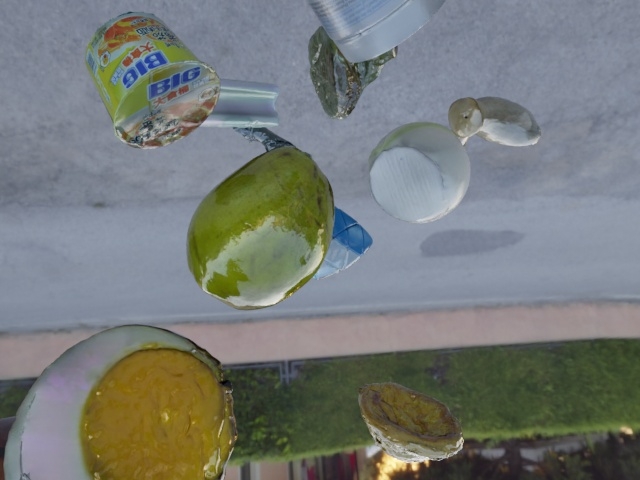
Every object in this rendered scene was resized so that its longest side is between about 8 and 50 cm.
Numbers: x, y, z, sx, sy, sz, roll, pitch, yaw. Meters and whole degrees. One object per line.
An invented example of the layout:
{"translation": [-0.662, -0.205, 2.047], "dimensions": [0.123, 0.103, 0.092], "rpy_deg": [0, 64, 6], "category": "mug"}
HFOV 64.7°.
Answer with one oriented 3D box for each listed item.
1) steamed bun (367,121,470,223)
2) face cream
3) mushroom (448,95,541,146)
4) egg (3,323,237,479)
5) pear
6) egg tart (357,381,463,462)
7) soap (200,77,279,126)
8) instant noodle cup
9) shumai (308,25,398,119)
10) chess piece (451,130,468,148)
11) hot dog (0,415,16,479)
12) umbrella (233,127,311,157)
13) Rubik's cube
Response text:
{"translation": [0.301, -0.211, 1.493], "dimensions": [0.308, 0.310, 0.309], "rpy_deg": [-5, 159, -2], "category": "steamed bun"}
{"translation": [0.066, -0.363, 0.696], "dimensions": [0.177, 0.177, 0.153], "rpy_deg": [-20, 126, 32], "category": "face cream"}
{"translation": [0.373, -0.258, 1.089], "dimensions": [0.246, 0.108, 0.096], "rpy_deg": [2, 169, -36], "category": "mushroom"}
{"translation": [-0.260, 0.261, 0.671], "dimensions": [0.264, 0.287, 0.174], "rpy_deg": [34, 137, -16], "category": "egg"}
{"translation": [-0.104, -0.020, 0.934], "dimensions": [0.252, 0.307, 0.253], "rpy_deg": [39, 170, 8], "category": "pear"}
{"translation": [0.258, 0.553, 1.513], "dimensions": [0.340, 0.129, 0.341], "rpy_deg": [14, -163, -4], "category": "egg tart"}
{"translation": [-0.285, -0.330, 1.223], "dimensions": [0.208, 0.115, 0.346], "rpy_deg": [8, -165, 35], "category": "soap"}
{"translation": [-0.298, -0.277, 0.869], "dimensions": [0.205, 0.153, 0.205], "rpy_deg": [-36, 167, -10], "category": "instant noodle cup"}
{"translation": [0.090, -0.456, 1.338], "dimensions": [0.203, 0.222, 0.272], "rpy_deg": [-19, 172, -17], "category": "shumai"}
{"translation": [0.392, -0.287, 1.667], "dimensions": [0.138, 0.124, 0.307], "rpy_deg": [19, 141, -23], "category": "chess piece"}
{"translation": [-0.407, 0.423, 0.869], "dimensions": [0.365, 0.196, 0.367], "rpy_deg": [28, -179, 19], "category": "hot dog"}
{"translation": [-0.191, -0.381, 1.994], "dimensions": [0.348, 0.094, 0.143], "rpy_deg": [30, -161, 14], "category": "umbrella"}
{"translation": [0.000, 0.000, 1.498], "dimensions": [0.254, 0.255, 0.254], "rpy_deg": [-5, 159, -2], "category": "Rubik's cube"}
